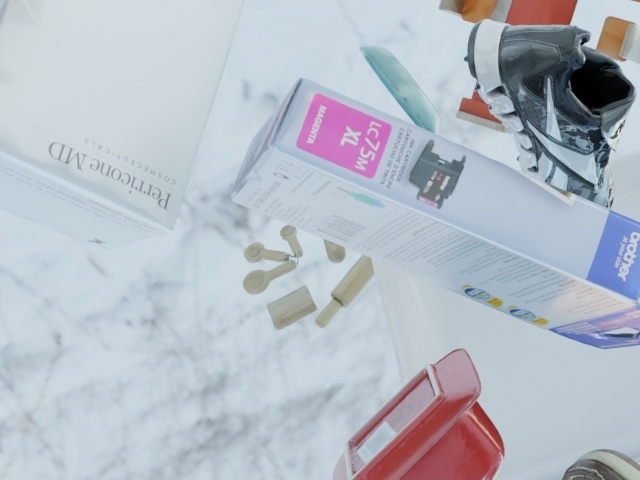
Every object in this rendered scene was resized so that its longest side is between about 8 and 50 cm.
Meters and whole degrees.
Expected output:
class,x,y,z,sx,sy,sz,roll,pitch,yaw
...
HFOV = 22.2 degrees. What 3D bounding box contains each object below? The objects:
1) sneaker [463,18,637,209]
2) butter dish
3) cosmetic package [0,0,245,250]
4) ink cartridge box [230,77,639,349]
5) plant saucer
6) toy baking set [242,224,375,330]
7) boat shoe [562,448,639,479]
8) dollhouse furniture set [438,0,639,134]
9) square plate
class,x,y,z,sx,sy,sz,roll,pitch,yaw
sneaker,0.204,-0.089,1.280,0.234,0.106,0.078,52,45,-44
butter dish,0.097,0.186,1.330,0.160,0.118,0.160,-44,-172,6
cosmetic package,-0.195,-0.207,1.450,0.156,0.217,0.385,-15,-123,56
ink cartridge box,0.100,-0.009,1.127,0.186,0.311,0.065,144,-30,-76
plant saucer,0.080,-0.143,1.549,0.021,0.119,0.119,-38,159,2
toy baking set,0.004,0.004,2.102,0.256,0.197,0.030,-46,139,-14
boat shoe,0.230,0.277,1.157,0.095,0.257,0.095,-20,171,-35
dollhouse furniture set,0.261,-0.255,1.975,0.135,0.262,0.259,5,104,-59
square plate,0.242,0.089,1.597,0.347,0.344,0.049,-18,143,10
